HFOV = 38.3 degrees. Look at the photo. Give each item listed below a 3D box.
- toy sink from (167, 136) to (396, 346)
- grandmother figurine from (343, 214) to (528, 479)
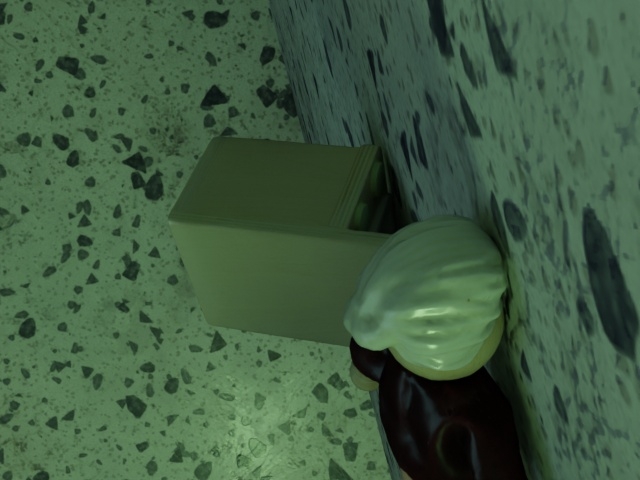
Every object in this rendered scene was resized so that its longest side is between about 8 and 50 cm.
[{"bbox_3d":[0.000,0.000,0.880,0.153,0.234,0.131,76,-152,-45],"label":"toy sink"},{"bbox_3d":[0.080,0.127,0.589,0.207,0.104,0.342,35,146,41],"label":"grandmother figurine"}]
